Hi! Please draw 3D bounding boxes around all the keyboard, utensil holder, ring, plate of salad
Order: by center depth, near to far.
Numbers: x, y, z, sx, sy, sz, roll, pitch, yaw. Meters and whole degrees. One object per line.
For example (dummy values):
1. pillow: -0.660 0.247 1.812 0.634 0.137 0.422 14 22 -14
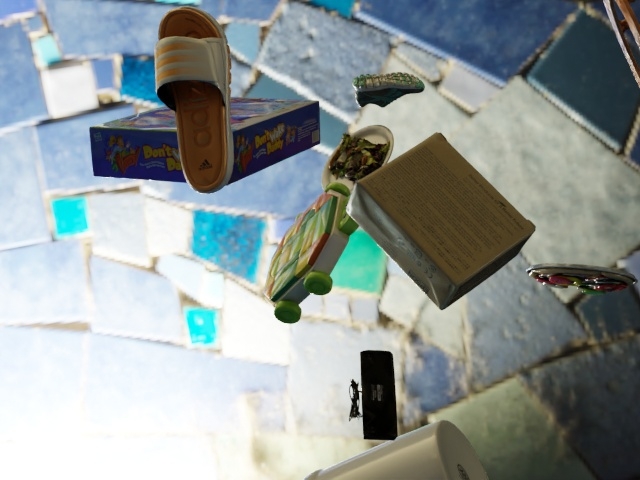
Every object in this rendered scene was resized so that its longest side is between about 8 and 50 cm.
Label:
1. ring: 0.586 -0.356 1.859 0.032 0.337 0.336 -23 180 13
2. keyboard: 0.101 0.313 2.044 0.100 0.192 0.038 7 148 -11
3. plate of salad: 0.076 -0.183 2.249 0.199 0.200 0.048 -8 140 42
4. utensil holder: 0.195 0.649 2.473 0.385 0.328 0.327 -29 176 19

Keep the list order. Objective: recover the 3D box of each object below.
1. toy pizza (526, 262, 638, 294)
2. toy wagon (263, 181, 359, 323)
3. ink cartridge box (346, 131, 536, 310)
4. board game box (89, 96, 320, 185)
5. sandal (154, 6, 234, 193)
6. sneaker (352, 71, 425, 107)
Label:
1. toy pizza: 0.481 0.074 1.869 0.201 0.032 0.201 7 171 1
2. toy wagon: 0.000 0.000 2.023 0.068 0.267 0.344 28 136 -17
3. ink cartridge box: 0.190 -0.034 1.615 0.193 0.235 0.088 -31 158 -29
4. board game box: -0.172 -0.167 1.625 0.233 0.078 0.347 5 -163 22
5. sandal: -0.171 -0.197 1.370 0.101 0.265 0.076 -13 172 16
6. sneaker: 0.154 -0.339 2.309 0.166 0.076 0.065 -1 -141 -3
